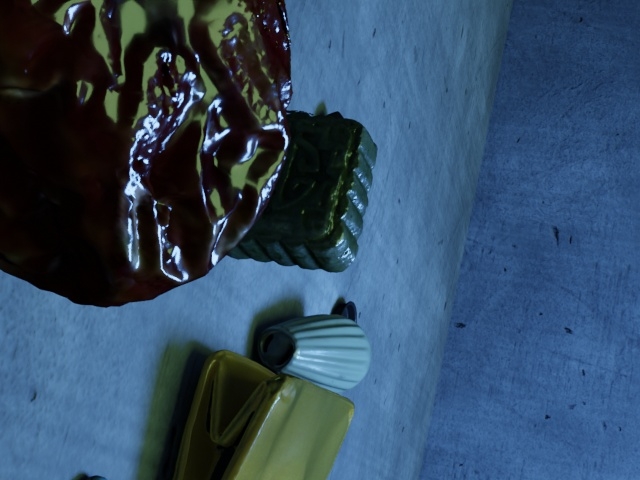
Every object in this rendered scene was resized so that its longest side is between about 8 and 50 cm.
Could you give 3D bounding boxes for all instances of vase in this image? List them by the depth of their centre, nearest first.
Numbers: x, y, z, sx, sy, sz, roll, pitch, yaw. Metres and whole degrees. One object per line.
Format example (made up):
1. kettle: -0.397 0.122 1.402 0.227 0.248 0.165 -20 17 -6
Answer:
1. vase: -0.013 0.171 1.516 0.248 0.128 0.128 19 80 -63

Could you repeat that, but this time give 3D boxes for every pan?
1. pan: 0.028 0.221 1.818 0.136 0.028 0.235 70 30 -57

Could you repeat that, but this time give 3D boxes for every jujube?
1. jujube: -0.160 -0.141 0.632 0.376 0.277 0.276 80 25 -47

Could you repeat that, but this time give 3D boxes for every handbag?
1. handbag: -0.089 0.315 1.330 0.401 0.133 0.282 48 58 -68

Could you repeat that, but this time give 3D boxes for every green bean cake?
1. green bean cake: -0.035 -0.066 1.209 0.094 0.184 0.184 54 47 -62

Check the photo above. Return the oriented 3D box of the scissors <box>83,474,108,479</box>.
1. scissors: -0.244 0.384 0.988 0.138 0.041 0.289 59 38 -63

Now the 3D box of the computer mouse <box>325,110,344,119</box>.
1. computer mouse: 0.018 -0.121 1.568 0.099 0.057 0.172 29 74 -74
